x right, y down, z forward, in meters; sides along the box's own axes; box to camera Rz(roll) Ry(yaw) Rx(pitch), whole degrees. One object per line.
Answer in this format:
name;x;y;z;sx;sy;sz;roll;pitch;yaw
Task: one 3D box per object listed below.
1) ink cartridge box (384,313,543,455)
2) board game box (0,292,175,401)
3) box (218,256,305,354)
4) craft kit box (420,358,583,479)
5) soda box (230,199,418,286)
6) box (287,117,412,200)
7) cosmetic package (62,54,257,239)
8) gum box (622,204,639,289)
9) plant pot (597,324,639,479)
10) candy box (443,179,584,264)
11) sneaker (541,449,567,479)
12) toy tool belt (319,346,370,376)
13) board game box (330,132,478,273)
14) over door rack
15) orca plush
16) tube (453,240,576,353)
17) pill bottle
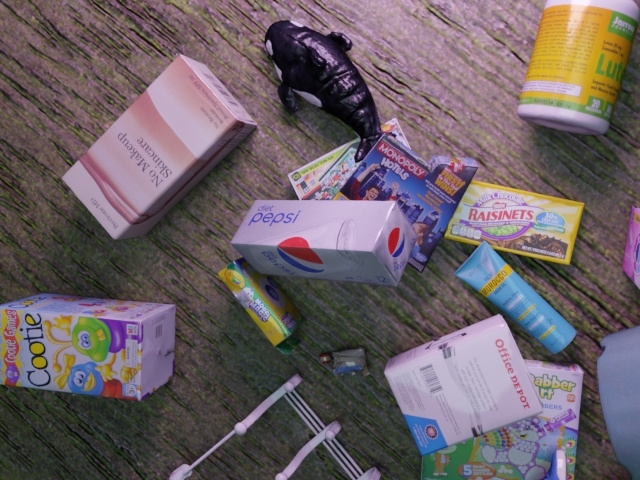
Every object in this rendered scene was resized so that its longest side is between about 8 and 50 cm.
ink cartridge box;0.223;0.226;1.041;0.203;0.086;0.148;-24;91;11
board game box;-0.417;0.185;1.185;0.275;0.144;0.142;4;96;11
box;-0.091;0.108;1.134;0.043;0.105;0.179;-37;88;14
craft kit box;0.297;0.319;1.106;0.249;0.061;0.247;3;93;10
soda box;0.000;0.000;1.036;0.286;0.091;0.098;4;54;39
box;0.061;-0.109;1.120;0.206;0.036;0.114;-27;90;12
cosmetic package;-0.272;-0.155;1.133;0.296;0.129;0.153;-43;87;12
gum box;0.502;0.016;0.974;0.062;0.188;0.107;5;103;11
plant pot;0.583;0.218;0.886;0.334;0.341;0.341;-21;91;34
candy box;0.314;-0.033;1.083;0.205;0.027;0.105;12;95;10
sneaker;0.343;0.404;1.048;0.084;0.058;0.152;6;83;25
toy tool belt;0.042;0.217;1.146;0.083;0.052;0.051;-12;84;12
board game box;0.147;-0.080;1.057;0.194;0.060;0.194;36;109;-10
over door rack;-0.090;0.427;1.163;0.324;0.108;0.239;-41;86;12
orca plush;-0.002;-0.254;1.064;0.151;0.102;0.287;-28;80;12
tube;0.322;0.096;1.084;0.207;0.052;0.080;42;114;8
pill bottle;0.392;-0.292;0.989;0.136;0.136;0.246;14;98;9
